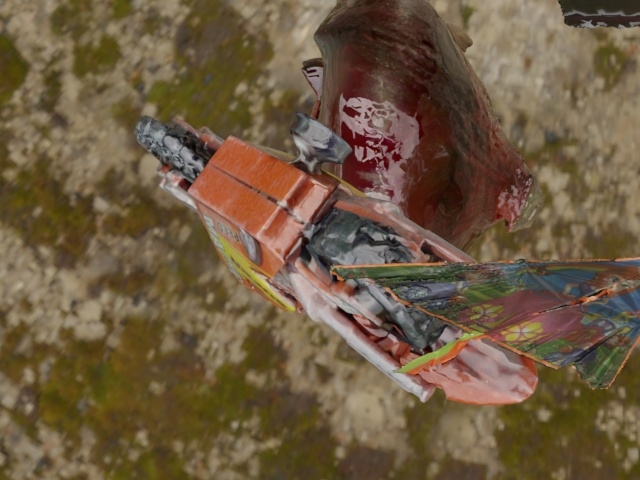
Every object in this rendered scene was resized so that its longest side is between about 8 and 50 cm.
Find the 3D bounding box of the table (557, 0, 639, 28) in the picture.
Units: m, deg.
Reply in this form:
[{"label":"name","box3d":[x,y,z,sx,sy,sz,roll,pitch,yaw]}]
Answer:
[{"label":"table","box3d":[0.221,-0.249,0.861,0.172,0.169,0.193,5,148,29]}]

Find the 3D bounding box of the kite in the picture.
[{"label":"kite","box3d":[0.088,0.033,0.639,0.159,0.010,0.190,-26,142,37]}]

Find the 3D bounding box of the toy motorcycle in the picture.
[{"label":"toy motorcycle","box3d":[-0.002,0.000,0.886,0.089,0.298,0.171,-49,129,-8]}]

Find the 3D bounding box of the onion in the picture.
[{"label":"onion","box3d":[0.076,-0.064,1.128,0.195,0.272,0.272,7,116,4]}]
